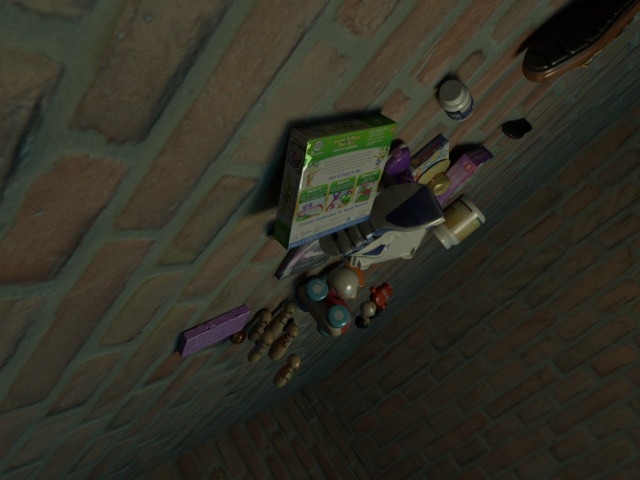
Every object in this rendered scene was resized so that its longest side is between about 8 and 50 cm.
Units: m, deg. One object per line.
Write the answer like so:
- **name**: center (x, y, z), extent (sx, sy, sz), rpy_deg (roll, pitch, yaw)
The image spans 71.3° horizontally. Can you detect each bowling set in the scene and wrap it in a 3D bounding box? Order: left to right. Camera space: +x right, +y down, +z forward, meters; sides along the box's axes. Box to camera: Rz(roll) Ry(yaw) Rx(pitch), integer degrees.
- **bowling set**: center (-0.173, 0.304, 1.418), extent (0.199, 0.287, 0.154), rpy_deg (22, 117, -28)

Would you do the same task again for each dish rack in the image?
- **dish rack**: center (0.220, -0.007, 1.423), extent (0.285, 0.073, 0.333), rpy_deg (-12, 153, -10)

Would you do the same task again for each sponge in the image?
- **sponge**: center (-0.307, 0.262, 1.297), extent (0.210, 0.031, 0.117), rpy_deg (-20, 154, -38)

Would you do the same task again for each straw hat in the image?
- **straw hat**: center (0.347, -0.169, 1.317), extent (0.144, 0.061, 0.144), rpy_deg (-34, 161, -14)

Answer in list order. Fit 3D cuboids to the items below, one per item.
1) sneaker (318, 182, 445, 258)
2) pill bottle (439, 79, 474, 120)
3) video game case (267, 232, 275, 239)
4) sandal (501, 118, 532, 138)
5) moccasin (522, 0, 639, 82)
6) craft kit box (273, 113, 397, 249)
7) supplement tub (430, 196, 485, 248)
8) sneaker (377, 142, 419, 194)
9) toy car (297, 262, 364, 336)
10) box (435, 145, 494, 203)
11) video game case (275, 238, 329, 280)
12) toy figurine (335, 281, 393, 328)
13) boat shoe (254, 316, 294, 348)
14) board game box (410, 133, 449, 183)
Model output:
- **sneaker**: center (0.164, -0.039, 1.176), extent (0.315, 0.128, 0.182), rpy_deg (-22, 164, 17)
- **pill bottle**: center (0.311, -0.322, 1.024), extent (0.067, 0.067, 0.120), rpy_deg (-45, 158, 18)
- **video game case**: center (-0.053, -0.026, 1.055), extent (0.122, 0.011, 0.087), rpy_deg (-25, -161, -31)
- **sandal**: center (0.663, -0.371, 1.516), extent (0.179, 0.067, 0.040), rpy_deg (-23, 167, -41)
- **moccasin**: center (0.655, -0.512, 1.118), extent (0.380, 0.139, 0.147), rpy_deg (-43, 152, -12)
- **craft kit box**: center (0.029, -0.123, 0.916), extent (0.249, 0.061, 0.247), rpy_deg (-20, 141, -39)
- **supplement tub**: center (0.572, -0.072, 1.881), extent (0.199, 0.144, 0.144), rpy_deg (-41, 159, 10)
- **sneaker**: center (0.211, -0.158, 1.159), extent (0.095, 0.105, 0.236), rpy_deg (-34, 158, -7)
- **toy car**: center (0.067, 0.179, 1.505), extent (0.238, 0.210, 0.219), rpy_deg (-36, 170, -20)
- **box**: center (0.427, -0.179, 1.486), extent (0.201, 0.057, 0.293), rpy_deg (-27, 161, -51)
- **video game case**: center (0.000, 0.000, 1.259), extent (0.196, 0.026, 0.274), rpy_deg (-18, 153, -43)
- **toy figurine**: center (0.146, 0.206, 1.671), extent (0.148, 0.209, 0.213), rpy_deg (-42, 163, -22)
- **boat shoe**: center (-0.168, 0.333, 1.646), extent (0.183, 0.066, 0.066), rpy_deg (-31, 156, -46)
- **board game box**: center (0.311, -0.213, 1.302), extent (0.136, 0.035, 0.201), rpy_deg (-40, 160, 5)
